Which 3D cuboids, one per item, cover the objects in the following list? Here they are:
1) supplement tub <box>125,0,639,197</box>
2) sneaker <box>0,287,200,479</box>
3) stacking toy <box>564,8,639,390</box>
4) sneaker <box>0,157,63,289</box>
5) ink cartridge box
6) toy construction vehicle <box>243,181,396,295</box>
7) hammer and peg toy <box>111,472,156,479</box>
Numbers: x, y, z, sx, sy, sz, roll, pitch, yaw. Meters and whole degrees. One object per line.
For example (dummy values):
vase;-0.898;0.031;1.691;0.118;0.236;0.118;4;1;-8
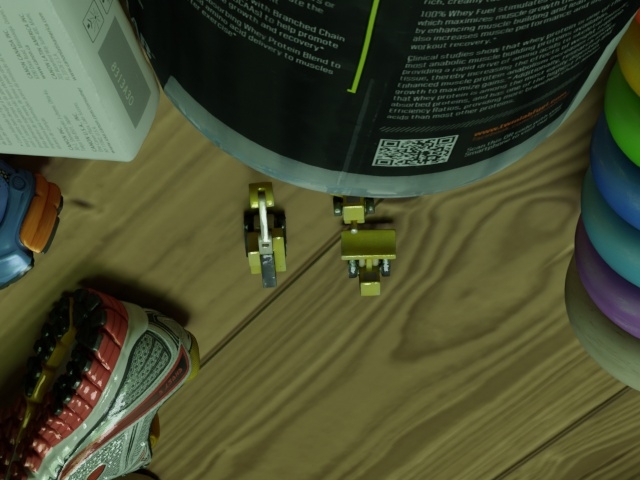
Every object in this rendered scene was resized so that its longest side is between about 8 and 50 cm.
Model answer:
supplement tub;0.032;-0.155;0.587;0.207;0.207;0.338;2;164;-4
sneaker;-0.147;0.130;1.105;0.093;0.088;0.225;14;127;-31
stacking toy;0.185;-0.075;0.855;0.141;0.141;0.330;-5;136;4
sneaker;-0.241;0.005;0.981;0.221;0.083;0.087;-31;121;25
ink cartridge box;-0.207;-0.116;0.850;0.225;0.056;0.181;6;146;21
toy construction vehicle;0.000;0.000;1.004;0.086;0.035;0.098;-1;143;-2
hammer and peg toy;-0.139;0.321;1.344;0.266;0.127;0.361;15;140;-21
